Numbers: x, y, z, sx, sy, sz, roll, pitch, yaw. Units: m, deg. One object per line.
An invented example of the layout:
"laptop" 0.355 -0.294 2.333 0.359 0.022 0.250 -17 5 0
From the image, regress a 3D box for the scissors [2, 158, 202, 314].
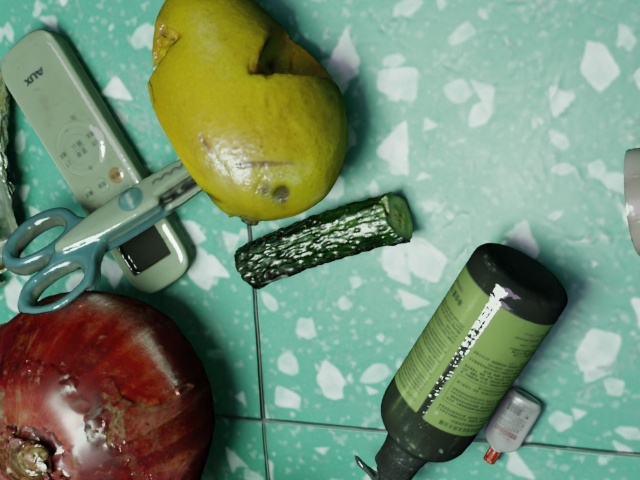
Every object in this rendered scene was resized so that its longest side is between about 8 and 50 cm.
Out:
"scissors" -0.197 -0.028 1.193 0.289 0.041 0.138 -31 46 -2

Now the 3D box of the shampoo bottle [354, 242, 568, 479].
"shampoo bottle" 0.126 0.140 1.126 0.101 0.101 0.284 34 113 11

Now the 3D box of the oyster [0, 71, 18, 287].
"oyster" -0.414 -0.043 1.310 0.199 0.087 0.252 -13 105 15

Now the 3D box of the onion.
"onion" -0.246 0.191 1.209 0.276 0.276 0.276 5 105 21

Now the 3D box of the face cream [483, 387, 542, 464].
"face cream" 0.187 0.189 1.157 0.040 0.021 0.083 31 112 13

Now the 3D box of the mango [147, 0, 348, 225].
"mango" -0.077 -0.139 1.123 0.167 0.130 0.262 -35 79 -3

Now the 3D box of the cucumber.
"cucumber" 0.000 -0.001 1.169 0.187 0.058 0.058 -18 95 24

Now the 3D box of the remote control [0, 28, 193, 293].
"remote control" -0.242 -0.085 1.257 0.090 0.038 0.310 -31 91 26

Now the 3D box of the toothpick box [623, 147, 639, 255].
"toothpick box" 0.345 -0.041 0.994 0.148 0.098 0.099 -7 100 24
